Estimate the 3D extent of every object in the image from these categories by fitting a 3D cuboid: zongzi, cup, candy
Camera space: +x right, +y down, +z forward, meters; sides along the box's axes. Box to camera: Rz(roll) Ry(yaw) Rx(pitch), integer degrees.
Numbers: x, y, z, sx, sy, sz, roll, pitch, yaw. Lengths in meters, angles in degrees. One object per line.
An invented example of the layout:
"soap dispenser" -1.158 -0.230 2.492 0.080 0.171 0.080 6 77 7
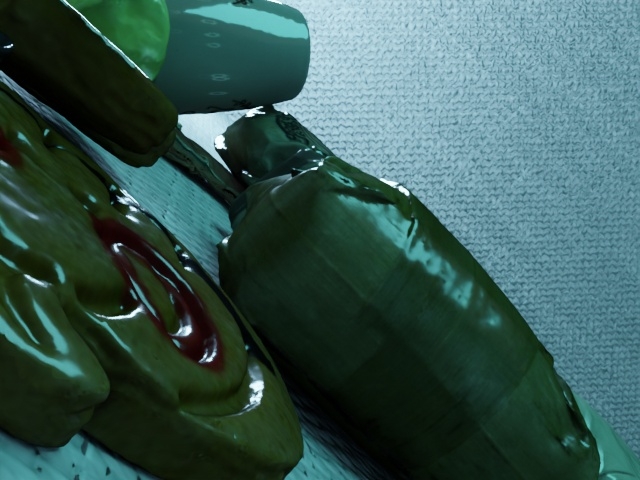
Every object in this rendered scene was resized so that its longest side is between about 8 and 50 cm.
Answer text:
"zongzi" 0.063 0.082 0.894 0.356 0.174 0.393 48 -2 -9
"cup" -0.160 -0.277 1.445 0.234 0.186 0.258 -2 13 -26
"candy" -0.286 -0.293 1.279 0.132 0.142 0.343 -3 25 -23

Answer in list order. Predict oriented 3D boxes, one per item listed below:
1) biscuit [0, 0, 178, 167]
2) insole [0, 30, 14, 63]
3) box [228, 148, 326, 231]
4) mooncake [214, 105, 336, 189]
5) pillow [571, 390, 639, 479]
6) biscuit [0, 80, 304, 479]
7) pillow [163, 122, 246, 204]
"biscuit" -0.264 -0.183 0.747 0.368 0.076 0.394 41 -3 -8
"insole" -0.287 -0.160 0.456 0.309 0.012 0.110 27 10 -20
"box" 0.000 0.000 1.185 0.129 0.148 0.210 60 12 29
"mooncake" -0.024 -0.071 1.442 0.254 0.136 0.250 54 -2 -30
"pillow" 0.273 0.269 1.022 0.310 0.138 0.283 58 6 21
"biscuit" -0.143 -0.006 0.505 0.367 0.063 0.314 43 3 -21
"pillow" -0.178 -0.122 1.325 0.232 0.043 0.126 41 5 -45
